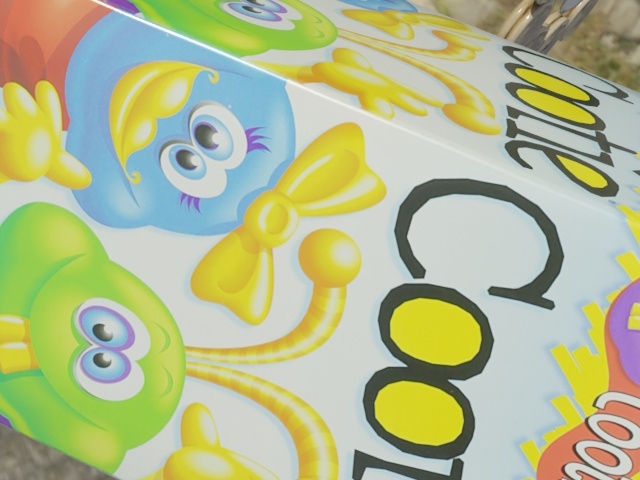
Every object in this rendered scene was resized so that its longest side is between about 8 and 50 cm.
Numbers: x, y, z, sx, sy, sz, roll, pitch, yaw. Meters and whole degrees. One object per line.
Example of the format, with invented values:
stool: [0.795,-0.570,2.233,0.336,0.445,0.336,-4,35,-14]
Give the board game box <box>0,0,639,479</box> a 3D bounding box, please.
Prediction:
board game box: [0.000,0.000,0.446,0.275,0.144,0.142,23,113,8]

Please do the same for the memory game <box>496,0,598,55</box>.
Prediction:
memory game: [0.143,-0.151,0.675,0.186,0.012,0.186,-47,169,-12]
